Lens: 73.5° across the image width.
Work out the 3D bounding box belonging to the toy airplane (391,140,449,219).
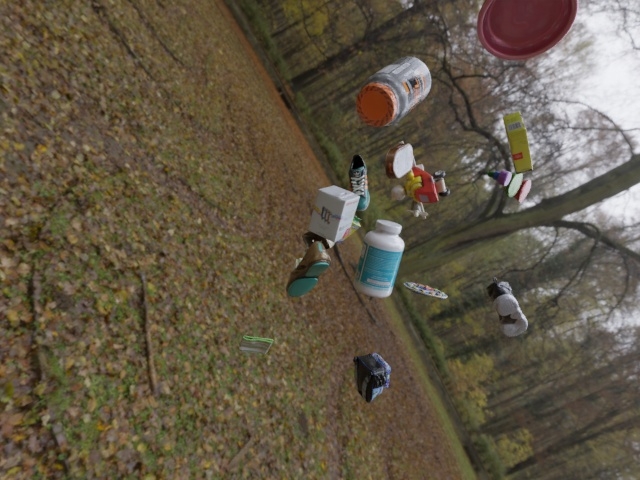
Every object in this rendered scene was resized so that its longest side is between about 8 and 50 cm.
[{"bbox_3d":[0.512,-0.324,2.405,0.386,0.272,0.384,63,-1,13],"label":"toy airplane"}]

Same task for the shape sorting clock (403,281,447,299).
[{"bbox_3d":[0.487,0.229,1.988,0.206,0.206,0.040,5,99,-80],"label":"shape sorting clock"}]

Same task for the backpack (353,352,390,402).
[{"bbox_3d":[0.215,0.590,1.825,0.158,0.117,0.173,32,-55,58],"label":"backpack"}]

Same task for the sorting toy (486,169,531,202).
[{"bbox_3d":[0.903,-0.283,2.085,0.126,0.127,0.365,31,14,40],"label":"sorting toy"}]

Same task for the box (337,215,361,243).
[{"bbox_3d":[0.134,-0.062,2.281,0.105,0.179,0.043,21,34,-51],"label":"box"}]

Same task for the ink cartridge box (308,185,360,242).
[{"bbox_3d":[0.052,-0.107,1.660,0.127,0.176,0.128,27,25,23],"label":"ink cartridge box"}]

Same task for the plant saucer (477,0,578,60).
[{"bbox_3d":[0.751,-0.830,1.574,0.332,0.332,0.084,52,41,-48],"label":"plant saucer"}]

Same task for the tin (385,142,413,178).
[{"bbox_3d":[0.279,-0.278,1.500,0.189,0.040,0.106,-37,130,-50],"label":"tin"}]

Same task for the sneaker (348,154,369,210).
[{"bbox_3d":[0.185,-0.297,2.164,0.121,0.108,0.302,61,24,-60],"label":"sneaker"}]

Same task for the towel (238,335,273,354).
[{"bbox_3d":[-0.239,0.385,1.569,0.152,0.113,0.023,119,-24,-58],"label":"towel"}]

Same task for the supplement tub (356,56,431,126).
[{"bbox_3d":[0.273,-0.556,1.612,0.316,0.193,0.193,-46,113,-40],"label":"supplement tub"}]

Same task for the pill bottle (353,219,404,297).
[{"bbox_3d":[0.217,0.063,1.553,0.146,0.146,0.264,-87,-171,-74],"label":"pill bottle"}]

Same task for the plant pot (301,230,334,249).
[{"bbox_3d":[0.000,0.000,1.867,0.096,0.109,0.109,-12,76,-62],"label":"plant pot"}]

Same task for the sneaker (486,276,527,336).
[{"bbox_3d":[0.731,0.257,1.688,0.268,0.101,0.153,56,22,-37],"label":"sneaker"}]

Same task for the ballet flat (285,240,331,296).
[{"bbox_3d":[-0.055,0.106,1.675,0.342,0.116,0.124,123,-36,-55],"label":"ballet flat"}]

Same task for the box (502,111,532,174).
[{"bbox_3d":[0.674,-0.326,1.458,0.232,0.058,0.087,42,39,-52],"label":"box"}]
